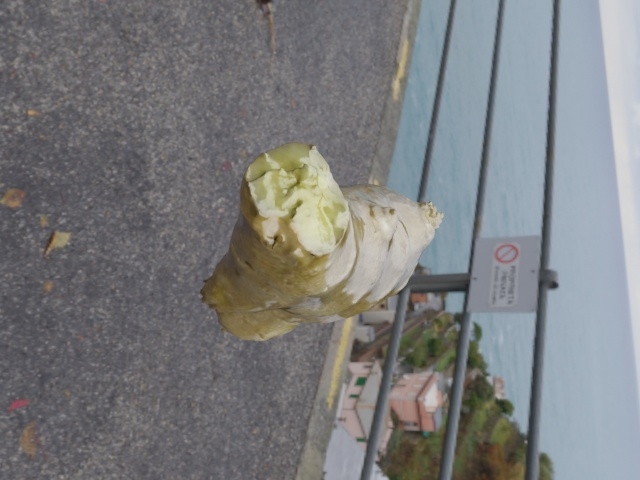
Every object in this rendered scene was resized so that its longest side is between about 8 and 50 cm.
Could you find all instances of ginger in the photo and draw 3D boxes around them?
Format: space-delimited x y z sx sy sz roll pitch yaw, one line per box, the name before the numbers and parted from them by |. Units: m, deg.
ginger | -0.023 0.004 0.569 0.375 0.236 0.166 24 59 -59
